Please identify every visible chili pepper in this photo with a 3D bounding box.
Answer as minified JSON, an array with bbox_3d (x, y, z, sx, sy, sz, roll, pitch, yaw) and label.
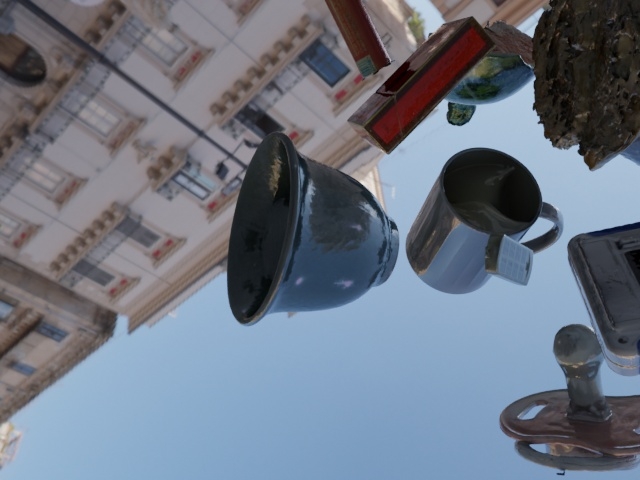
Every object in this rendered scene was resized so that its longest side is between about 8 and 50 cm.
[{"bbox_3d":[0.407,-0.427,1.825,0.098,0.224,0.061,32,-120,30],"label":"chili pepper"}]

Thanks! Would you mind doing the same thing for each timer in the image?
[{"bbox_3d":[0.465,0.065,0.893,0.178,0.078,0.254,-14,-144,13],"label":"timer"}]

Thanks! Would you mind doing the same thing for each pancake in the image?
[{"bbox_3d":[0.464,-0.307,1.067,0.382,0.071,0.383,178,-90,-81],"label":"pancake"}]

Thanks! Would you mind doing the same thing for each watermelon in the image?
[{"bbox_3d":[0.338,-0.378,1.340,0.305,0.180,0.223,-21,-177,-43],"label":"watermelon"}]

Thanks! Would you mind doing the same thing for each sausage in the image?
[{"bbox_3d":[0.063,-0.468,1.304,0.083,0.264,0.083,-27,-169,6],"label":"sausage"}]

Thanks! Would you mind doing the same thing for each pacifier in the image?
[{"bbox_3d":[0.487,0.306,1.159,0.332,0.220,0.273,-6,-118,45],"label":"pacifier"}]

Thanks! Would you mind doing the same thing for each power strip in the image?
[{"bbox_3d":[0.382,0.041,1.261,0.029,0.226,0.080,6,-97,37],"label":"power strip"}]

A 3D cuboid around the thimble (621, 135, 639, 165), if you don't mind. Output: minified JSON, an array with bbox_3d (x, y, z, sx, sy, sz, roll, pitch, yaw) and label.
[{"bbox_3d":[0.662,-0.248,1.193,0.205,0.172,0.236,-90,-155,-62],"label":"thimble"}]

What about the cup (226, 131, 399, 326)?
[{"bbox_3d":[0.000,0.000,0.667,0.199,0.149,0.199,-169,-90,-67],"label":"cup"}]

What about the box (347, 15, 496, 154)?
[{"bbox_3d":[0.159,-0.256,1.044,0.240,0.074,0.153,-45,-161,6],"label":"box"}]

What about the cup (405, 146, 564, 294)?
[{"bbox_3d":[0.389,-0.024,1.505,0.327,0.322,0.237,104,-3,-59],"label":"cup"}]
